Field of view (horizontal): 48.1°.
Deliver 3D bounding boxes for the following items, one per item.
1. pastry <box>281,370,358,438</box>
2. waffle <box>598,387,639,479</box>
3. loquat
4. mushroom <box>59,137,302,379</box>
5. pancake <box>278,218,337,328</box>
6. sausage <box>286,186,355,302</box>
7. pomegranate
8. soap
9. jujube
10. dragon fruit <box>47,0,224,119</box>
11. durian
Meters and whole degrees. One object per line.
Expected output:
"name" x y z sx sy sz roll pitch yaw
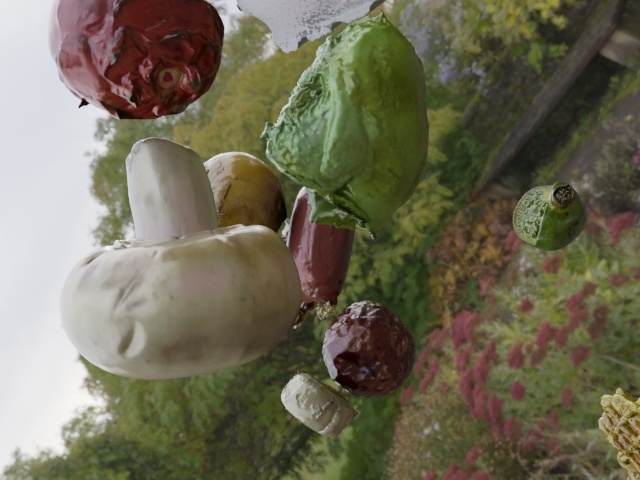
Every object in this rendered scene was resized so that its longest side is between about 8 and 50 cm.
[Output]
"pastry" -0.005 0.340 1.491 0.088 0.166 0.166 -54 -2 -3
"waffle" 0.546 0.356 1.157 0.058 0.238 0.243 -33 17 -15
"loquat" -0.187 -0.073 1.546 0.235 0.235 0.235 -63 -2 -3
"mushroom" -0.200 0.062 1.099 0.353 0.325 0.353 -30 44 34
"pancake" -0.044 0.091 1.778 0.056 0.212 0.257 49 -119 -77
"sausage" 0.000 0.000 1.571 0.152 0.152 0.280 101 178 -84
"pomegranate" 0.481 -0.051 1.453 0.143 0.122 0.169 -62 10 -26
"soap" -0.003 -0.435 1.250 0.302 0.159 0.258 -36 26 17
"jujube" 0.113 0.246 1.620 0.213 0.213 0.232 -64 -5 14
"dragon fruit" -0.247 -0.272 0.967 0.252 0.241 0.241 -86 16 -49
"durian" 0.053 -0.155 1.059 0.256 0.204 0.340 8 -60 -52
